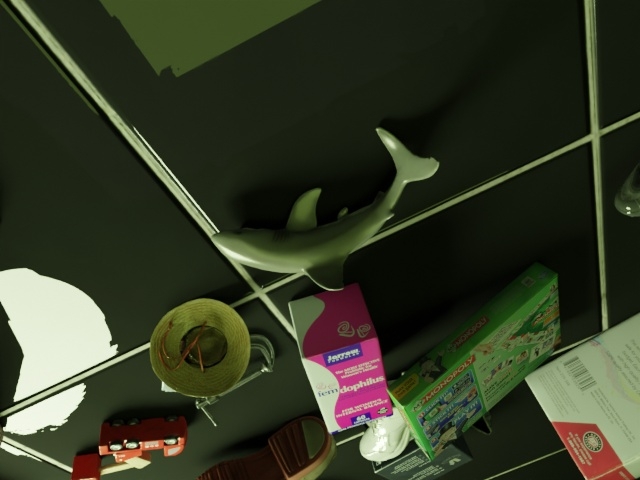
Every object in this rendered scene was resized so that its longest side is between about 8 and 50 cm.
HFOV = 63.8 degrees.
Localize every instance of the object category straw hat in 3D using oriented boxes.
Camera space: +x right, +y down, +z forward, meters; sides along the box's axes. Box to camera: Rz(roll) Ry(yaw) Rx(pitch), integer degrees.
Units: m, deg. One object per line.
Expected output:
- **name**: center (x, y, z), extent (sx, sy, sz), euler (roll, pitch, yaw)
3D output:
- **straw hat**: center (-0.163, 0.151, 0.736), extent (0.144, 0.144, 0.061), euler (-21, 170, 3)

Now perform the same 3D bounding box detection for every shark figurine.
- **shark figurine**: center (0.028, -0.001, 0.630), extent (0.278, 0.116, 0.166), euler (-28, 133, 11)

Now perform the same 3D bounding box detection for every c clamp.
- **c clamp**: center (-0.139, 0.215, 0.819), extent (0.161, 0.022, 0.137), euler (-33, 126, -1)

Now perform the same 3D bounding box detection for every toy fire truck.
- **toy fire truck**: center (-0.330, 0.366, 0.892), extent (0.192, 0.047, 0.135), euler (0, 131, -17)

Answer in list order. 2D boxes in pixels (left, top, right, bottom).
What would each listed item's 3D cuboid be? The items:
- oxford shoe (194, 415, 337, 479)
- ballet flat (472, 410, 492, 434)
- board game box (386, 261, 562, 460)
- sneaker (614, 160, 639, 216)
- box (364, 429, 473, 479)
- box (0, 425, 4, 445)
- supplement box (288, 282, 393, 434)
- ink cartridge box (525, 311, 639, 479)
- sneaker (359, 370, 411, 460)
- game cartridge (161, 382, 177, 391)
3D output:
- **oxford shoe**: center (-0.117, 0.474, 0.974), extent (0.348, 0.123, 0.130), euler (-28, 136, -1)
- **ballet flat**: center (0.306, 0.352, 1.054), extent (0.057, 0.049, 0.173), euler (-42, 128, 19)
- **board game box**: center (0.267, 0.204, 0.846), extent (0.317, 0.046, 0.213), euler (-37, 132, -10)
- **sneaker**: center (0.471, -0.133, 0.662), extent (0.106, 0.078, 0.234), euler (34, 111, -32)
- **box**: center (0.201, 0.421, 1.056), extent (0.156, 0.093, 0.158), euler (-35, 129, 15)
- **box**: center (-0.547, 0.248, 0.658), extent (0.142, 0.154, 0.300), euler (-6, 130, -11)
- **supplement box**: center (0.035, 0.186, 0.793), extent (0.111, 0.114, 0.220), euler (-17, 131, -1)
- **ink cartridge box**: center (0.587, 0.292, 0.962), extent (0.306, 0.226, 0.131), euler (-34, 131, 15)
- **sneaker**: center (0.129, 0.319, 0.964), extent (0.115, 0.090, 0.232), euler (25, 111, -24)
- **game cartridge**: center (-0.209, 0.218, 0.819), extent (0.083, 0.017, 0.056), euler (3, 133, -18)
